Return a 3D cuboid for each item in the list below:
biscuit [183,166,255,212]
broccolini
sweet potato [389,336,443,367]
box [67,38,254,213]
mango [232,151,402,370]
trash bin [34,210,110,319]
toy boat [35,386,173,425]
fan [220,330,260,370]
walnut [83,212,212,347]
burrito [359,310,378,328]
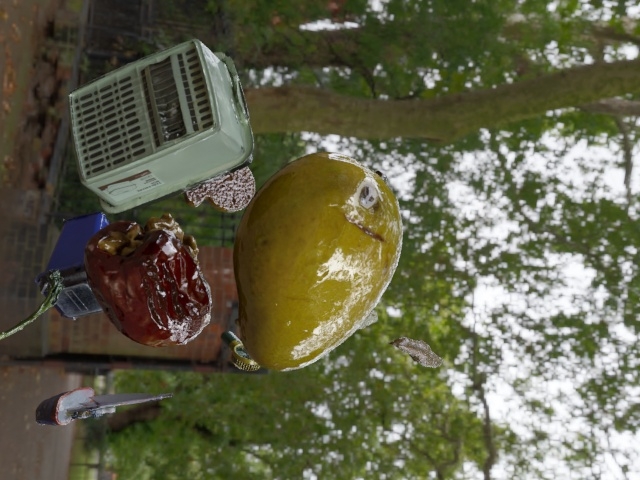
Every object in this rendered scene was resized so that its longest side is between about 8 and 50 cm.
[{"bbox_3d":[-0.268,-0.155,1.849,0.039,0.236,0.179,-24,-136,60],"label":"biscuit"},{"bbox_3d":[-0.584,0.137,1.559,0.054,0.052,0.194,99,17,-46],"label":"broccolini"},{"bbox_3d":[0.289,0.328,2.256,0.067,0.274,0.067,-20,-124,33],"label":"sweet potato"},{"bbox_3d":[-0.259,-0.184,1.263,0.166,0.291,0.220,40,33,-67],"label":"box"},{"bbox_3d":[-0.021,0.055,1.345,0.220,0.302,0.444,53,-53,49],"label":"mango"},{"bbox_3d":[-0.558,0.054,1.843,0.234,0.184,0.162,-95,168,-45],"label":"trash bin"},{"bbox_3d":[-0.529,0.387,1.863,0.219,0.319,0.071,178,-98,-70],"label":"toy boat"},{"bbox_3d":[-0.209,0.285,1.978,0.155,0.082,0.039,38,-63,43],"label":"fan"},{"bbox_3d":[-0.329,0.071,1.536,0.222,0.244,0.269,23,-37,34],"label":"walnut"},{"bbox_3d":[0.058,0.203,1.882,0.063,0.230,0.058,-46,-111,36],"label":"burrito"}]
